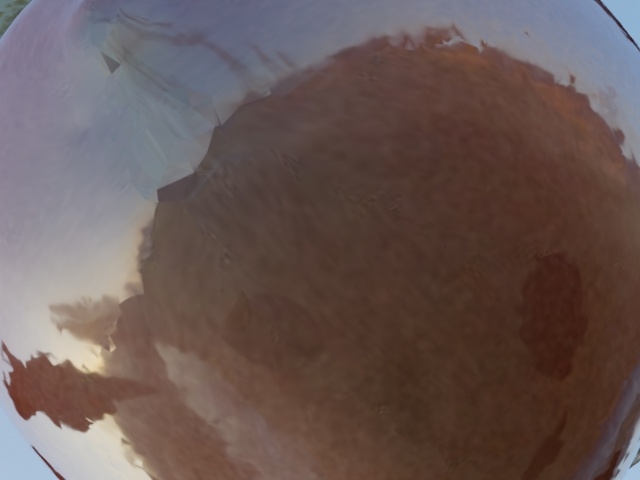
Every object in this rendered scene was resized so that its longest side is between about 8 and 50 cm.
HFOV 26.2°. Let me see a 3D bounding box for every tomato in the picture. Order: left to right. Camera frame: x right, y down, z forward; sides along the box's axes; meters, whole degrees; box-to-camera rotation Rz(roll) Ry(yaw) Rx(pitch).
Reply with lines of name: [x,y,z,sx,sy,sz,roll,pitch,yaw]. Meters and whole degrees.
tomato: [0.000,0.000,0.586,0.322,0.321,0.321,-15,-52,-20]

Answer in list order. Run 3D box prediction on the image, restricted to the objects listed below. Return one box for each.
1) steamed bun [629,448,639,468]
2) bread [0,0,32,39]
steamed bun: [0.334,0.170,1.719,0.170,0.238,0.152,-6,-33,-47]
bread: [-0.229,-0.161,1.494,0.382,0.366,0.129,-10,-22,-10]
